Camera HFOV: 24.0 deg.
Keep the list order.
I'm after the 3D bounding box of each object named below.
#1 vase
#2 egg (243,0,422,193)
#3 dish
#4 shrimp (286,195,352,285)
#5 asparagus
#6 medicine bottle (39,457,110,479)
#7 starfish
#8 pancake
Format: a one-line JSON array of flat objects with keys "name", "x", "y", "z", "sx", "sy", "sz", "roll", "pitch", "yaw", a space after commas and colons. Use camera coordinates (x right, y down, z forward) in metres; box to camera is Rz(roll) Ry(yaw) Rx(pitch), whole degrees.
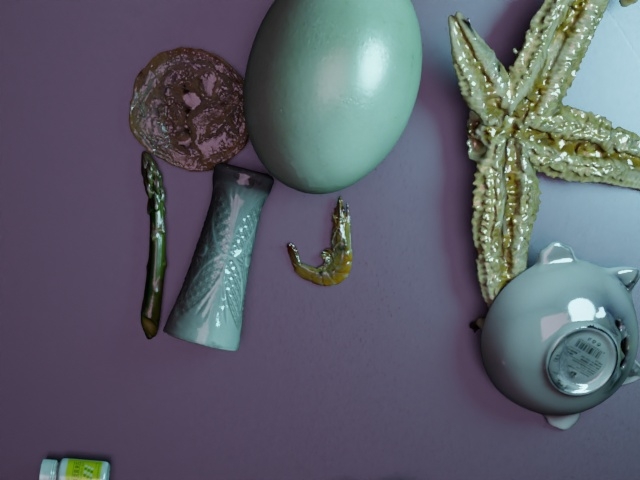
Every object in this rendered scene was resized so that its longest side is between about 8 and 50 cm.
[{"name": "vase", "x": -0.119, "y": 0.018, "z": 1.833, "sx": 0.096, "sy": 0.096, "sz": 0.219, "roll": 15, "pitch": 91, "yaw": -3}, {"name": "egg", "x": 0.015, "y": -0.193, "z": 1.763, "sx": 0.203, "sy": 0.203, "sz": 0.282, "roll": 15, "pitch": 89, "yaw": -3}, {"name": "dish", "x": 0.315, "y": 0.125, "z": 1.826, "sx": 0.228, "sy": 0.086, "sz": 0.236, "roll": -31, "pitch": 112, "yaw": -1}, {"name": "shrimp", "x": 0.000, "y": 0.000, "z": 1.868, "sx": 0.083, "sy": 0.023, "sz": 0.114, "roll": 5, "pitch": 98, "yaw": 0}, {"name": "asparagus", "x": -0.207, "y": 0.007, "z": 1.859, "sx": 0.034, "sy": 0.027, "sz": 0.236, "roll": 2, "pitch": 95, "yaw": 10}, {"name": "medicine bottle", "x": -0.305, "y": 0.295, "z": 1.868, "sx": 0.083, "sy": 0.047, "sz": 0.047, "roll": 5, "pitch": 94, "yaw": -3}, {"name": "starfish", "x": 0.299, "y": -0.116, "z": 1.833, "sx": 0.324, "sy": 0.082, "sz": 0.432, "roll": -17, "pitch": 106, "yaw": -10}, {"name": "pancake", "x": -0.159, "y": -0.161, "z": 1.849, "sx": 0.158, "sy": 0.028, "sz": 0.158, "roll": 0, "pitch": 96, "yaw": 1}]
